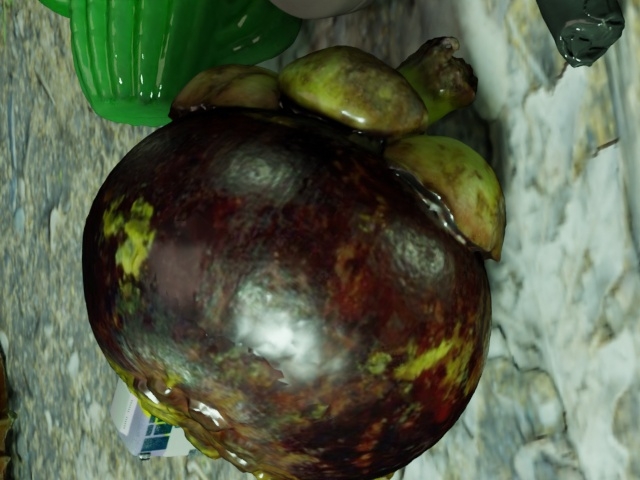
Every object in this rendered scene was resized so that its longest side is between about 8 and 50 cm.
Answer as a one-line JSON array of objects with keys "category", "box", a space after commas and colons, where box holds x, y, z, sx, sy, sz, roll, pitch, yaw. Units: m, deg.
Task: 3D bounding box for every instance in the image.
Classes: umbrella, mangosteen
[{"category": "umbrella", "box": [0.097, -0.134, 0.734, 0.036, 0.031, 0.133, -32, 61, 28]}, {"category": "mangosteen", "box": [0.000, 0.000, 0.794, 0.217, 0.192, 0.192, -57, 26, -15]}]

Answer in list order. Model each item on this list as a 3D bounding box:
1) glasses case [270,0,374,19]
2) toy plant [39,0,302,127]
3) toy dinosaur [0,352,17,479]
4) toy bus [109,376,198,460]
[{"category": "glasses case", "box": [-0.048, -0.243, 0.888, 0.297, 0.075, 0.113, 58, 139, 18]}, {"category": "toy plant", "box": [-0.099, -0.179, 0.976, 0.155, 0.088, 0.240, -24, 73, 11]}, {"category": "toy dinosaur", "box": [-0.300, 0.170, 1.375, 0.206, 0.113, 0.327, 25, 112, 57]}, {"category": "toy bus", "box": [-0.091, 0.083, 1.052, 0.052, 0.058, 0.102, 57, 138, 43]}]
